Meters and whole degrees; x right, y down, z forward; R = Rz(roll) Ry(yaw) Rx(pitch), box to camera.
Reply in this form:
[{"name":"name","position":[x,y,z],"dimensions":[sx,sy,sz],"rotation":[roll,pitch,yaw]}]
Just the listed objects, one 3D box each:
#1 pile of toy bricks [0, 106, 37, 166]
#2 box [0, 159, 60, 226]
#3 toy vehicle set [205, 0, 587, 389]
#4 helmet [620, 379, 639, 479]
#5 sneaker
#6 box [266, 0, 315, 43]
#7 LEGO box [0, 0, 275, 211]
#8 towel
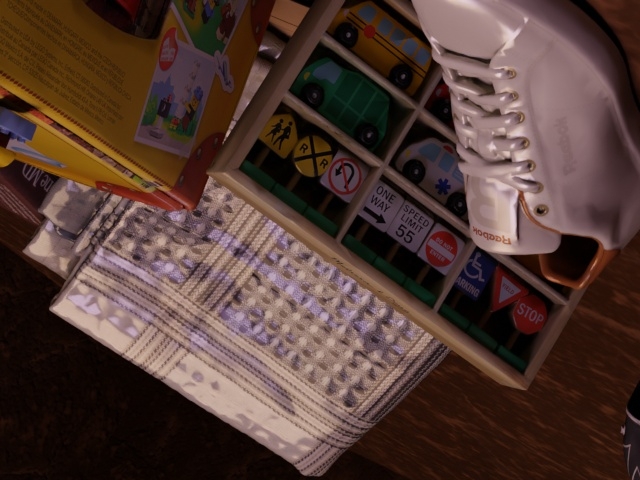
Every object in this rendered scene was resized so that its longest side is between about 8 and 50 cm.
[{"name":"pile of toy bricks","position":[-0.255,-0.042,0.915],"dimensions":[0.212,0.105,0.118],"rotation":[16,173,27]},{"name":"box","position":[-0.250,-0.146,1.419],"dimensions":[0.167,0.203,0.168],"rotation":[27,168,18]},{"name":"toy vehicle set","position":[0.075,-0.039,1.145],"dimensions":[0.267,0.166,0.035],"rotation":[35,168,-22]},{"name":"helmet","position":[0.318,0.155,1.350],"dimensions":[0.169,0.161,0.169],"rotation":[29,168,7]},{"name":"sneaker","position":[0.124,-0.062,1.044],"dimensions":[0.106,0.123,0.290],"rotation":[22,164,44]},{"name":"box","position":[-0.010,-0.144,1.280],"dimensions":[0.164,0.021,0.201],"rotation":[26,166,24]},{"name":"LEGO box","position":[-0.278,-0.203,0.990],"dimensions":[0.372,0.193,0.500],"rotation":[18,174,16]},{"name":"towel","position":[-0.045,0.013,1.334],"dimensions":[0.324,0.056,0.312],"rotation":[37,125,-8]}]
